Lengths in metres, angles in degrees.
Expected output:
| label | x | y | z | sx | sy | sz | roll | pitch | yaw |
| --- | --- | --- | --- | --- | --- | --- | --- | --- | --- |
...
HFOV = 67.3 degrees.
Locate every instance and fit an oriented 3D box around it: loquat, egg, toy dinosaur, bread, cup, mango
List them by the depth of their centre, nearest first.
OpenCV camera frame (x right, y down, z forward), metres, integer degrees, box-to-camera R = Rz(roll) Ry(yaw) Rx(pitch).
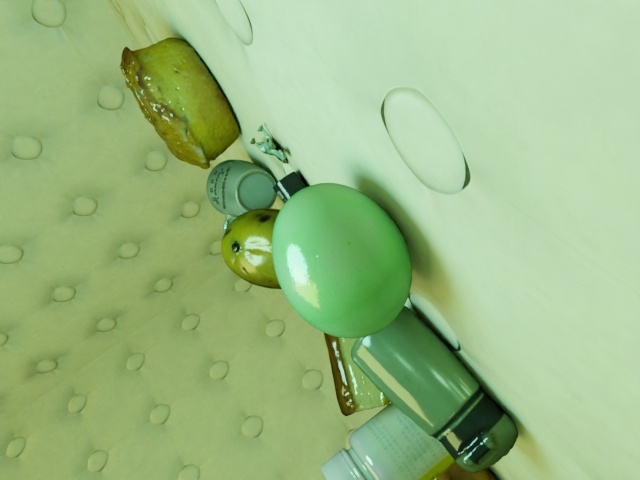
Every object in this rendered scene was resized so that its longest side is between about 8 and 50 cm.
| label | x | y | z | sx | sy | sz | roll | pitch | yaw |
| --- | --- | --- | --- | --- | --- | --- | --- | --- | --- |
| egg | 0.035 | 0.033 | 0.804 | 0.270 | 0.220 | 0.220 | 65 | 167 | -13 |
| toy dinosaur | -0.121 | -0.223 | 1.185 | 0.106 | 0.044 | 0.187 | 39 | 169 | -4 |
| bread | 0.091 | 0.315 | 1.363 | 0.323 | 0.143 | 0.333 | 85 | 174 | -68 |
| loquat | 0.435 | 0.744 | 1.378 | 0.238 | 0.193 | 0.238 | -13 | -90 | -89 |
| mango | -0.123 | 0.027 | 1.406 | 0.445 | 0.301 | 0.221 | 25 | -112 | -81 |
| bread | -0.413 | -0.402 | 1.417 | 0.398 | 0.215 | 0.398 | 52 | 168 | 16 |
| cup | -0.247 | -0.122 | 1.512 | 0.186 | 0.258 | 0.234 | 10 | -174 | -29 |

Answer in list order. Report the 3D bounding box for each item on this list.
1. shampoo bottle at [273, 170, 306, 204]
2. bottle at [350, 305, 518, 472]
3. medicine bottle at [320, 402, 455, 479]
| label | x | y | z | sx | sy | sz | roll | pitch | yaw |
| --- | --- | --- | --- | --- | --- | --- | --- | --- | --- |
| shampoo bottle | -0.002 | -0.025 | 1.185 | 0.309 | 0.071 | 0.098 | 55 | 168 | -6 |
| bottle | 0.229 | 0.299 | 0.966 | 0.347 | 0.168 | 0.168 | 45 | 167 | 21 |
| medicine bottle | 0.204 | 0.551 | 1.261 | 0.213 | 0.378 | 0.213 | 53 | 169 | 14 |
